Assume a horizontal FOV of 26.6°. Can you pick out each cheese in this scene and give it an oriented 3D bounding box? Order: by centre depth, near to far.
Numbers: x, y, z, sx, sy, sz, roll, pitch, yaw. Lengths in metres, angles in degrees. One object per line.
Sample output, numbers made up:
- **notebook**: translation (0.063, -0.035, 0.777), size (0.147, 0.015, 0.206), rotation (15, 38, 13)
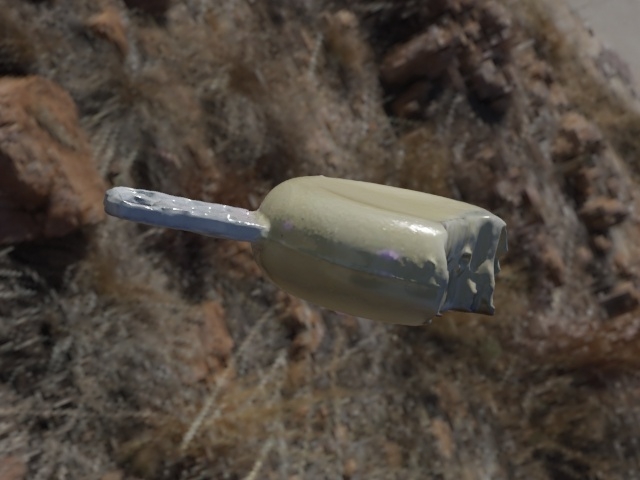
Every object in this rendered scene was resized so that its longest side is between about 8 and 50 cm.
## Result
- **cheese**: translation (-0.005, -0.005, 0.867), size (0.163, 0.249, 0.070), rotation (-44, 147, -77)
